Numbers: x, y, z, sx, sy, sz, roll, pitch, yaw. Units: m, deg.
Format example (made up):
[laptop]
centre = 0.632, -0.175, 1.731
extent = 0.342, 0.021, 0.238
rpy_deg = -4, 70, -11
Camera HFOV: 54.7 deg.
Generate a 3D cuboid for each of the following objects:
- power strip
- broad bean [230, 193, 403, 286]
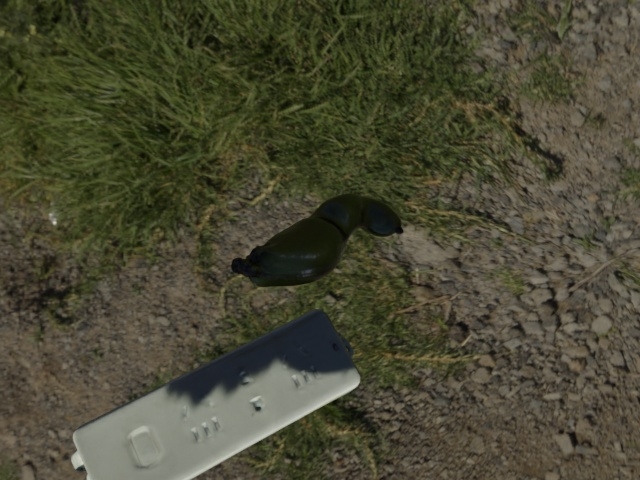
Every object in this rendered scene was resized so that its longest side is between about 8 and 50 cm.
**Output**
[power strip]
centre = -0.109, 0.179, 0.644
extent = 0.338, 0.058, 0.098
rpy_deg = -25, 77, -18
[broad bean]
centre = 0.000, 0.000, 0.577
extent = 0.070, 0.214, 0.048
rpy_deg = 41, 131, 25
